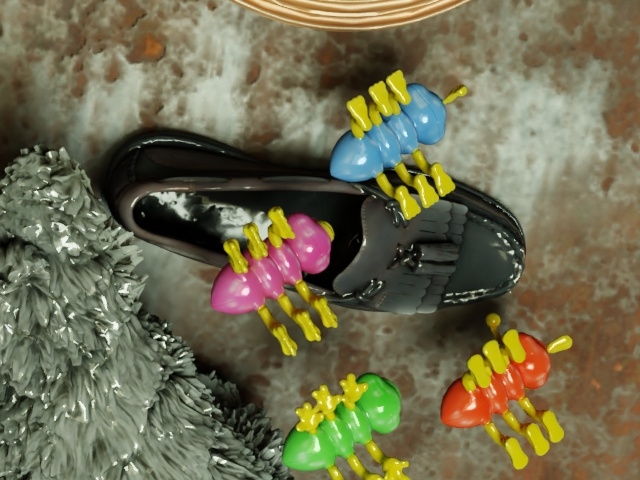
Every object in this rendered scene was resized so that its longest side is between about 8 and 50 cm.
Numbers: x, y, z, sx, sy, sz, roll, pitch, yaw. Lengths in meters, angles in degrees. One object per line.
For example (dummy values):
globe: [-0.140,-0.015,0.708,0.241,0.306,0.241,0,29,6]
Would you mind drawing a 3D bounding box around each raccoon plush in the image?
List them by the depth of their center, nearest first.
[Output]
raccoon plush: [-0.098,0.131,1.021,0.216,0.446,0.299,-43,142,-22]

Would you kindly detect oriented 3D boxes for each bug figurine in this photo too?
bug figurine: [0.043,0.038,1.085,0.216,0.072,0.279,-30,109,-19]

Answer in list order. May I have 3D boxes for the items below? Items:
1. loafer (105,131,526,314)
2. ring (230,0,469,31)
loafer: [0.000,0.000,1.149,0.302,0.095,0.109,11,105,-8]
ring: [0.022,-0.303,1.085,0.336,0.032,0.337,-2,108,-5]
